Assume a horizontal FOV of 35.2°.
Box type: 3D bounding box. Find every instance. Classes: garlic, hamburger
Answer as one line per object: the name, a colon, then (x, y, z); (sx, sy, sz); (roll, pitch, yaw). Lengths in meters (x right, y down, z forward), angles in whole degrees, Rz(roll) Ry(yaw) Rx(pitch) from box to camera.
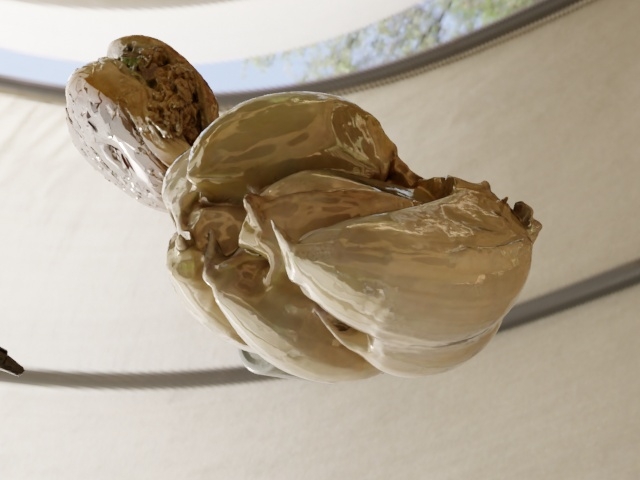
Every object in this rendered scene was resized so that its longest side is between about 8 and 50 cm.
garlic: (-0.008, 0.010, 0.689); (0.203, 0.184, 0.281); (-7, -141, -40)
hamburger: (-0.233, -0.149, 1.362); (0.146, 0.286, 0.243); (-43, -66, -30)

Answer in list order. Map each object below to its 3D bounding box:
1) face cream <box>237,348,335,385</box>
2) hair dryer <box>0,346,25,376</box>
face cream: (0.007, 0.149, 1.394); (0.252, 0.101, 0.101); (17, -147, -45)
hair dryer: (-0.460, 0.105, 1.192); (0.248, 0.114, 0.070); (36, -101, -21)
